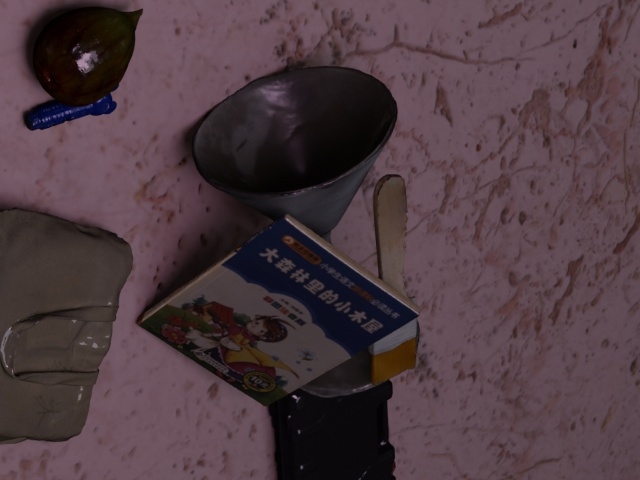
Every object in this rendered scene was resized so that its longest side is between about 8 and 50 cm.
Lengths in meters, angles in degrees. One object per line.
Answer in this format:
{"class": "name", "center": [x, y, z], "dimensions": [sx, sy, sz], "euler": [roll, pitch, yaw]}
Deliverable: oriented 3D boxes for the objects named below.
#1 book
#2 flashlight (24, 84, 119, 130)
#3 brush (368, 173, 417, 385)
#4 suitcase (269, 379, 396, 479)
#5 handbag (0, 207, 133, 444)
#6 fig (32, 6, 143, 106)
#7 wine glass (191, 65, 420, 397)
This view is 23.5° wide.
{"class": "book", "center": [-0.060, 0.099, 1.983], "dimensions": [0.228, 0.322, 0.018], "euler": [34, 45, -22]}
{"class": "flashlight", "center": [-0.298, -0.160, 1.842], "dimensions": [0.121, 0.035, 0.057], "euler": [-21, 149, -28]}
{"class": "brush", "center": [0.090, 0.050, 1.972], "dimensions": [0.085, 0.020, 0.336], "euler": [-22, 133, -24]}
{"class": "suitcase", "center": [0.022, 0.302, 2.338], "dimensions": [0.206, 0.066, 0.285], "euler": [-23, 125, -31]}
{"class": "handbag", "center": [-0.365, 0.111, 1.866], "dimensions": [0.253, 0.109, 0.315], "euler": [5, 107, -48]}
{"class": "fig", "center": [-0.263, -0.226, 1.796], "dimensions": [0.155, 0.103, 0.109], "euler": [-38, 169, -36]}
{"class": "wine glass", "center": [0.000, 0.000, 2.052], "dimensions": [0.267, 0.267, 0.406], "euler": [-36, 136, -24]}
